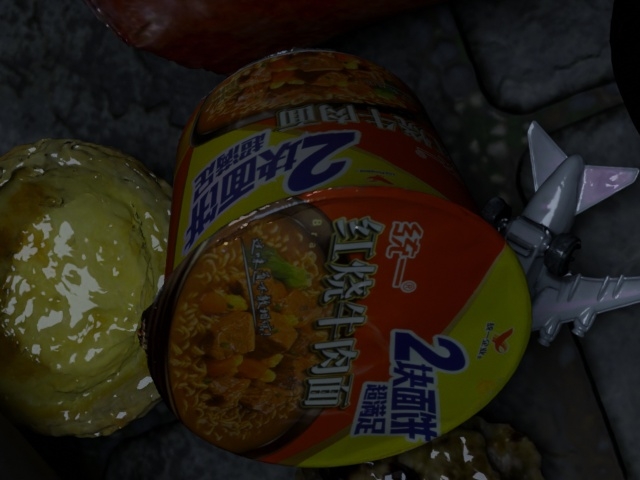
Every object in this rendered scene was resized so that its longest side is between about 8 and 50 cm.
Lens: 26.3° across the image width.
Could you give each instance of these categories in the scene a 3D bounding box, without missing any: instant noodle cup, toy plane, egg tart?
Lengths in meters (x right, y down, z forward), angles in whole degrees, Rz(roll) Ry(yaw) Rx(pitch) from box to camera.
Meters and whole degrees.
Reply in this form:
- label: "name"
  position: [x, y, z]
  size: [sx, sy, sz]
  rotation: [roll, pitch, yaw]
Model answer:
- label: "instant noodle cup"
  position: [0.000, 0.000, 0.793]
  size: [0.213, 0.213, 0.174]
  rotation: [-30, 39, 15]
- label: "toy plane"
  position: [0.124, 0.018, 0.842]
  size: [0.162, 0.065, 0.171]
  rotation: [29, 91, 30]
- label: "egg tart"
  position: [-0.167, 0.032, 0.924]
  size: [0.212, 0.090, 0.213]
  rotation: [0, 89, 18]

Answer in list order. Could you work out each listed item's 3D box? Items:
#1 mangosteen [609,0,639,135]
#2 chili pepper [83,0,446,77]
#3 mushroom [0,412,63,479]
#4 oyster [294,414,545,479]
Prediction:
- label: "mangosteen"
  position: [0.285, -0.103, 0.731]
  size: [0.265, 0.228, 0.228]
  rotation: [30, 98, -22]
- label: "chili pepper"
  position: [-0.011, -0.245, 0.846]
  size: [0.305, 0.229, 0.251]
  rotation: [-22, 109, 29]
- label: "mushroom"
  position: [-0.222, 0.179, 0.853]
  size: [0.137, 0.154, 0.407]
  rotation: [-29, 94, 47]
- label: "oyster"
  position: [0.065, 0.267, 0.825]
  size: [0.204, 0.111, 0.396]
  rotation: [-2, 82, 16]
